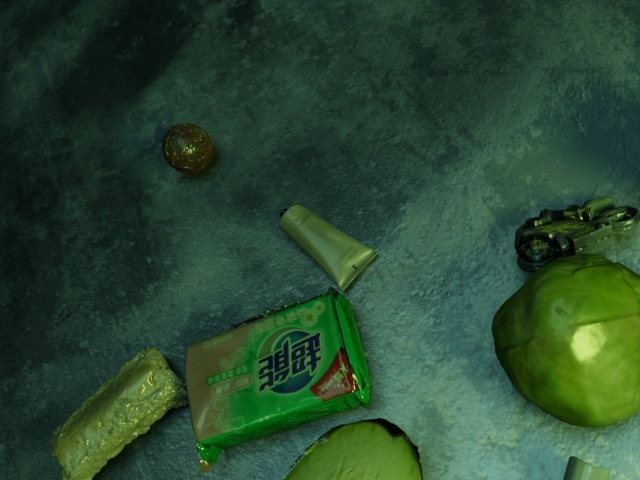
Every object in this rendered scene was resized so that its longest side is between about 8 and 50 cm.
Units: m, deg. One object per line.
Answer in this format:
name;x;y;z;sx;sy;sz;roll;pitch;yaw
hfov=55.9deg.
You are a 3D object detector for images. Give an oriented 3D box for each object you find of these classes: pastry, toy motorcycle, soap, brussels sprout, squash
pastry;-0.335;0.286;0.976;0.258;0.089;0.121;-38;44;-5
toy motorcycle;0.350;-0.014;0.865;0.194;0.061;0.124;-25;24;-8
soap;-0.066;0.204;0.905;0.274;0.098;0.217;-21;64;13
brussels sprout;0.328;0.123;0.749;0.223;0.161;0.223;1;71;-3
squash;0.020;0.330;0.770;0.237;0.204;0.154;-10;84;17

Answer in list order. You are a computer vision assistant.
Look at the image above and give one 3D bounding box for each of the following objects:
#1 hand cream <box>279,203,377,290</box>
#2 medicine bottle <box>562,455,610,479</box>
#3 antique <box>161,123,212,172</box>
hand cream;0.000;0.000;1.018;0.186;0.054;0.087;38;77;26
medicine bottle;0.248;0.415;0.657;0.110;0.110;0.351;15;70;27
antique;-0.262;-0.181;1.186;0.104;0.104;0.104;-9;60;17
